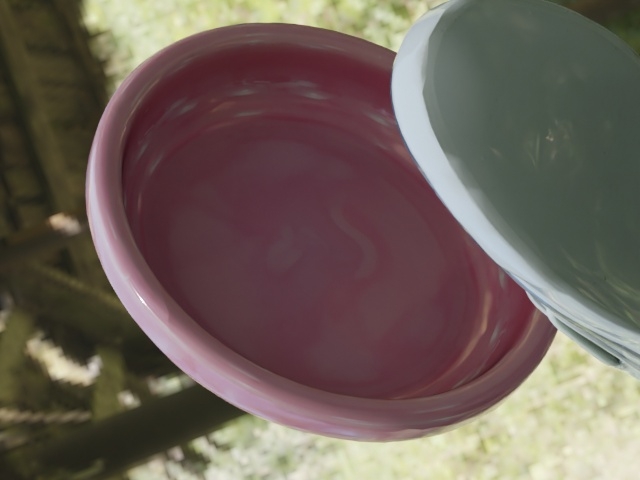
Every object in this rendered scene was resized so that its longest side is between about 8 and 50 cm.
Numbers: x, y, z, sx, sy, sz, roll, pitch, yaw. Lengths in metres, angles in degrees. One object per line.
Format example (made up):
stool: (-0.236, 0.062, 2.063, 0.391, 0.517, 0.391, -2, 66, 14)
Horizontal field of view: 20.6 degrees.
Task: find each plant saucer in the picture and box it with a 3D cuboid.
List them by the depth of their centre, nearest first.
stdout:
plant saucer: (0.000, 0.000, 1.184, 0.084, 0.332, 0.332, -61, 40, 47)

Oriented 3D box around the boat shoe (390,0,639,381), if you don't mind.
boat shoe: (0.115, 0.000, 0.676, 0.267, 0.096, 0.088, 29, 161, -31)
